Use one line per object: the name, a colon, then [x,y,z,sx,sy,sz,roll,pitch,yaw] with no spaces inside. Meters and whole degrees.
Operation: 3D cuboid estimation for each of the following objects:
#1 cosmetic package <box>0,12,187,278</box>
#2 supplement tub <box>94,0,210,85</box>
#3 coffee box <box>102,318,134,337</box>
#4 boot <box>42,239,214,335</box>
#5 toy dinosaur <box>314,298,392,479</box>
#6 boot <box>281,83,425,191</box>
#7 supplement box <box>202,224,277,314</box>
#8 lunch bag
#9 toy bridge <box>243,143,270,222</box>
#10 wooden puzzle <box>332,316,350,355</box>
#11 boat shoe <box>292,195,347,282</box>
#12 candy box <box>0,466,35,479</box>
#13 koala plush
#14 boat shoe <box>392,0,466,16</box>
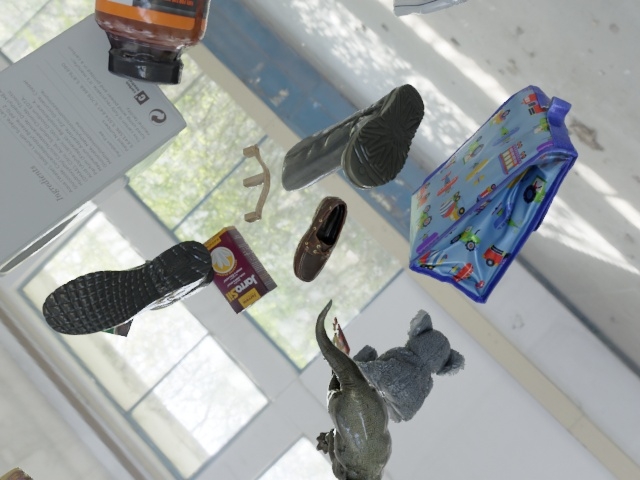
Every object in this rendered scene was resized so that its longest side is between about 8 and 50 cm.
cosmetic package: [-0.354,-0.053,0.686,0.156,0.385,0.217,53,157,-12]
supplement tub: [-0.152,-0.250,0.591,0.106,0.197,0.106,11,-162,-4]
coffee box: [-0.613,0.198,1.774,0.184,0.113,0.040,20,-174,-27]
boot: [-0.374,0.117,1.307,0.222,0.338,0.118,126,125,-72]
toy dinosaur: [0.049,0.233,0.796,0.121,0.313,0.160,3,-170,-12]
boot: [0.017,-0.105,0.797,0.209,0.189,0.076,-13,117,42]
supplement box: [-0.204,0.070,1.527,0.188,0.104,0.081,54,-168,3]
lunch bag: [0.262,-0.093,0.949,0.138,0.293,0.221,26,-146,-8]
toy bridge: [-0.142,-0.135,1.422,0.026,0.063,0.188,27,-127,-52]
wooden puzzle: [0.029,0.154,0.921,0.083,0.006,0.049,-115,24,-44]
boat shoe: [0.000,0.000,1.407,0.073,0.206,0.073,17,-173,-27]
candy box: [-0.454,0.468,1.026,0.109,0.053,0.186,1,116,47]
koala plush: [0.219,0.287,1.469,0.196,0.221,0.203,52,162,2]
boat shoe: [0.226,-0.537,1.386,0.226,0.083,0.075,18,128,55]
